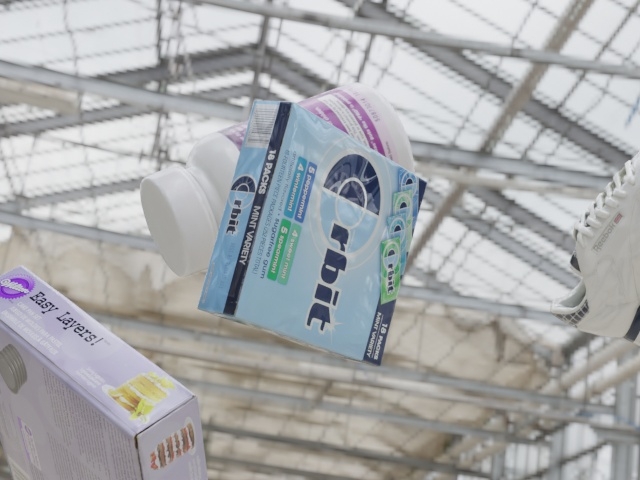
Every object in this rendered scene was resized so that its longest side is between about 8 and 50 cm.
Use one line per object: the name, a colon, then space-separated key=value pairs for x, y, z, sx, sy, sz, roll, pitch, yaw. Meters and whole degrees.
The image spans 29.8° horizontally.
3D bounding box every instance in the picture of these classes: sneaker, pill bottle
sneaker: x=0.272 y=-0.015 z=1.050 sx=0.095 sy=0.235 sz=0.090 roll=16 pitch=26 yaw=10
pill bottle: x=-0.054 y=-0.068 z=1.435 sx=0.302 sy=0.169 sz=0.169 roll=-22 pitch=-8 yaw=-23

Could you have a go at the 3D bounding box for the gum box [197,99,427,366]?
gum box: x=0.000 y=0.000 z=0.903 sx=0.041 sy=0.156 sz=0.184 roll=8 pitch=-10 yaw=39

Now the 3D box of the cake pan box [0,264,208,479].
cake pan box: x=-0.192 y=0.185 z=1.027 sx=0.246 sy=0.070 sz=0.266 roll=31 pitch=-43 yaw=38
